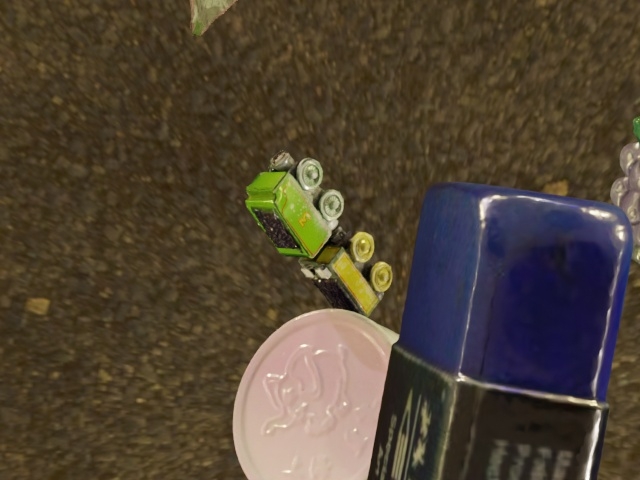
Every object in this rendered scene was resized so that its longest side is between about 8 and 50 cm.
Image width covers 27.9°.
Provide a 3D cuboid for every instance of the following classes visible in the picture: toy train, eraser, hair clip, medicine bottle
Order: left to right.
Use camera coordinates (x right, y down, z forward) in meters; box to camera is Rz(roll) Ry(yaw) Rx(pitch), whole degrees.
[{"bbox_3d":[0.000,0.000,1.298,0.081,0.060,0.202,-52,123,-27],"label":"toy train"},{"bbox_3d":[0.078,0.215,1.383,0.212,0.325,0.212,-13,65,30],"label":"medicine bottle"},{"bbox_3d":[0.090,0.135,0.739,0.101,0.155,0.332,9,92,-12],"label":"eraser"},{"bbox_3d":[0.379,-0.063,1.432,0.052,0.124,0.195,-7,118,-28],"label":"hair clip"}]

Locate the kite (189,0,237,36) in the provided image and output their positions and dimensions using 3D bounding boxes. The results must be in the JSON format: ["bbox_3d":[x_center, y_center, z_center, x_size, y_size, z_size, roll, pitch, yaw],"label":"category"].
[{"bbox_3d":[-0.022,-0.191,0.494,0.012,0.229,0.250,3,126,-28],"label":"kite"}]
